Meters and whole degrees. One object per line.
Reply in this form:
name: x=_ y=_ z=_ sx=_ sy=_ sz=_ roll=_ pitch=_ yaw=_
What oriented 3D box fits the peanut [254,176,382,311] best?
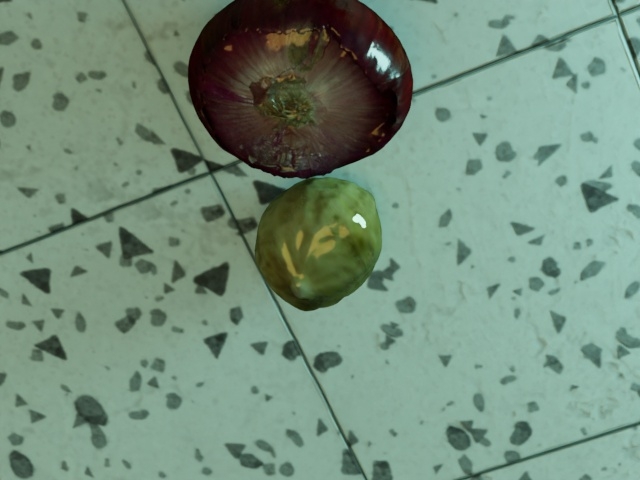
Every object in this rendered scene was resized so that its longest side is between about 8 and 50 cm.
peanut: x=0.000 y=0.000 z=1.782 sx=0.159 sy=0.109 sz=0.140 roll=-42 pitch=116 yaw=10

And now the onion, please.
onion: x=-0.019 y=-0.176 z=1.672 sx=0.248 sy=0.161 sz=0.248 roll=8 pitch=118 yaw=14
